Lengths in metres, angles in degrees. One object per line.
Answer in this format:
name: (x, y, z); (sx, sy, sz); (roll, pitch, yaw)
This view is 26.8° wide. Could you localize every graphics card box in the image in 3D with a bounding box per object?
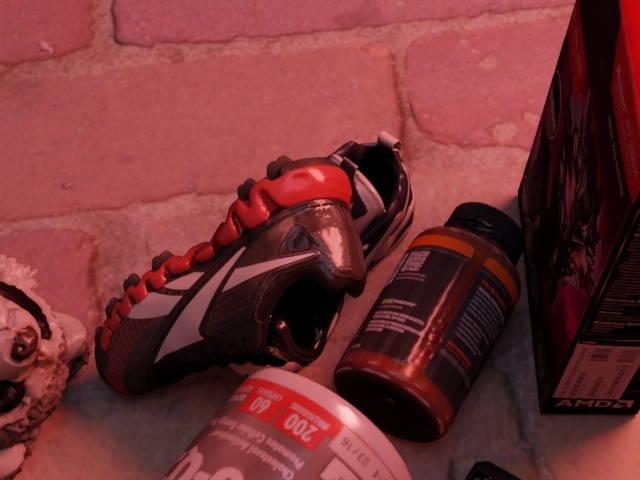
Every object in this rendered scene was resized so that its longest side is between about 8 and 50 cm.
graphics card box: (0.231, -0.044, 1.026); (0.094, 0.371, 0.232); (0, 59, -2)

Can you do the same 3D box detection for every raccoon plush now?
raccoon plush: (-0.386, 0.032, 1.123); (0.446, 0.299, 0.216); (24, 73, 49)

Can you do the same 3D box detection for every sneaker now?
sneaker: (0.000, 0.000, 1.120); (0.094, 0.153, 0.235); (39, 65, 21)
sneaker: (-0.070, 0.059, 1.049); (0.276, 0.098, 0.135); (-38, 62, 24)

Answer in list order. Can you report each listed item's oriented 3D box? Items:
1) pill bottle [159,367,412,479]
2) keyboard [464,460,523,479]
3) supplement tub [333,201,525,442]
pill bottle: (-0.073, 0.244, 0.963); (0.161, 0.161, 0.283); (32, 63, 17)
keyboard: (0.185, 0.249, 1.040); (0.192, 0.038, 0.100); (27, 62, 16)
supplement tub: (0.099, 0.062, 1.113); (0.106, 0.106, 0.198); (26, 62, 14)
